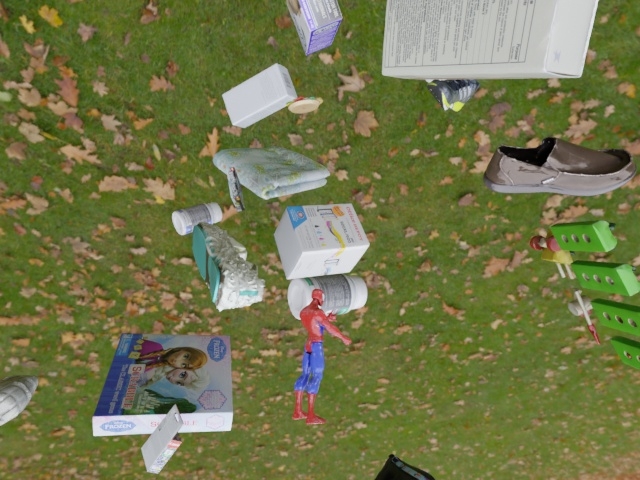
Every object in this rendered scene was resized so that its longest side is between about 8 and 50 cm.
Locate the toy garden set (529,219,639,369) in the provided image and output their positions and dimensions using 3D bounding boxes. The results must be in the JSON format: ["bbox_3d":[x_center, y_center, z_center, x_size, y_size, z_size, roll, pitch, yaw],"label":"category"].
[{"bbox_3d":[0.446,0.076,0.656,0.049,0.245,0.204,-28,179,1],"label":"toy garden set"}]

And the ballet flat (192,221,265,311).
[{"bbox_3d":[-0.242,0.063,1.069,0.146,0.409,0.147,-10,115,-21],"label":"ballet flat"}]

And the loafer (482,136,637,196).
[{"bbox_3d":[0.625,-0.200,1.083,0.365,0.134,0.130,-3,132,13],"label":"loafer"}]

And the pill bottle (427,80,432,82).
[{"bbox_3d":[0.482,-0.684,1.557,0.221,0.124,0.124,-44,146,-23],"label":"pill bottle"}]

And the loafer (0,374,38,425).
[{"bbox_3d":[-0.824,0.411,1.007,0.319,0.111,0.112,-21,106,15],"label":"loafer"}]

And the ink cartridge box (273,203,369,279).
[{"bbox_3d":[0.000,0.000,1.309,0.232,0.171,0.168,-5,149,-27],"label":"ink cartridge box"}]

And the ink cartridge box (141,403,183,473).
[{"bbox_3d":[-0.310,0.398,0.833,0.115,0.062,0.029,-52,131,-3],"label":"ink cartridge box"}]

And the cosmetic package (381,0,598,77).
[{"bbox_3d":[0.251,-0.338,0.659,0.129,0.296,0.153,-12,115,-37],"label":"cosmetic package"}]

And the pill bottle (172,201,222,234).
[{"bbox_3d":[-0.385,-0.072,1.297,0.137,0.078,0.078,-23,151,-37],"label":"pill bottle"}]

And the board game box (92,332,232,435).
[{"bbox_3d":[-0.404,0.375,1.125,0.317,0.319,0.066,5,113,-17],"label":"board game box"}]

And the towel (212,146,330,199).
[{"bbox_3d":[-0.190,-0.289,1.664,0.374,0.320,0.090,-20,132,-44],"label":"towel"}]

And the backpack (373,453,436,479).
[{"bbox_3d":[0.250,0.737,1.204,0.173,0.158,0.117,7,110,34],"label":"backpack"}]

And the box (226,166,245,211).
[{"bbox_3d":[-0.260,-0.155,1.275,0.027,0.094,0.137,-11,167,-5],"label":"box"}]

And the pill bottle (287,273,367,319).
[{"bbox_3d":[0.039,0.267,2.029,0.360,0.204,0.204,-2,142,-33],"label":"pill bottle"}]

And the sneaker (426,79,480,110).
[{"bbox_3d":[0.453,-0.519,1.400,0.121,0.111,0.299,-40,173,34],"label":"sneaker"}]

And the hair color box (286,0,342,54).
[{"bbox_3d":[-0.028,-0.716,1.284,0.109,0.339,0.185,-22,104,0],"label":"hair color box"}]

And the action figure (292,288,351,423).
[{"bbox_3d":[0.013,0.252,0.936,0.138,0.281,0.091,10,166,-37],"label":"action figure"}]

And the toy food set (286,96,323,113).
[{"bbox_3d":[-0.041,-0.339,1.030,0.083,0.020,0.082,-9,180,38],"label":"toy food set"}]

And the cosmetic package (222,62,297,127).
[{"bbox_3d":[-0.206,-0.485,1.402,0.230,0.118,0.085,-19,179,23],"label":"cosmetic package"}]
